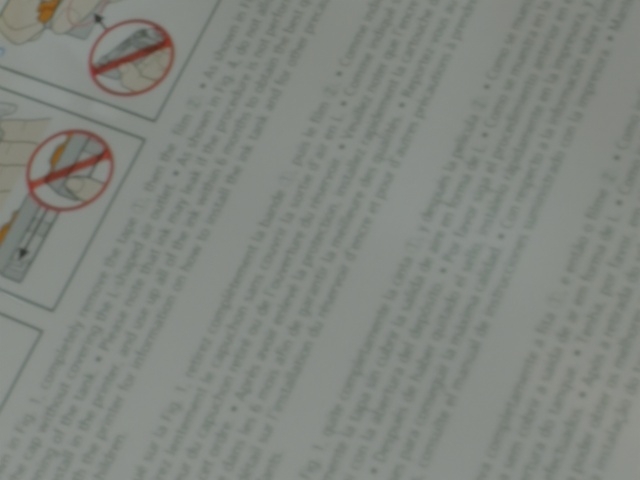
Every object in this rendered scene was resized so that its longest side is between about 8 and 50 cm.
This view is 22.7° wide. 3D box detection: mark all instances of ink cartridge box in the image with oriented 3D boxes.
[{"bbox_3d":[0.000,0.000,0.536,0.385,0.308,0.091,20,-19,18],"label":"ink cartridge box"}]
